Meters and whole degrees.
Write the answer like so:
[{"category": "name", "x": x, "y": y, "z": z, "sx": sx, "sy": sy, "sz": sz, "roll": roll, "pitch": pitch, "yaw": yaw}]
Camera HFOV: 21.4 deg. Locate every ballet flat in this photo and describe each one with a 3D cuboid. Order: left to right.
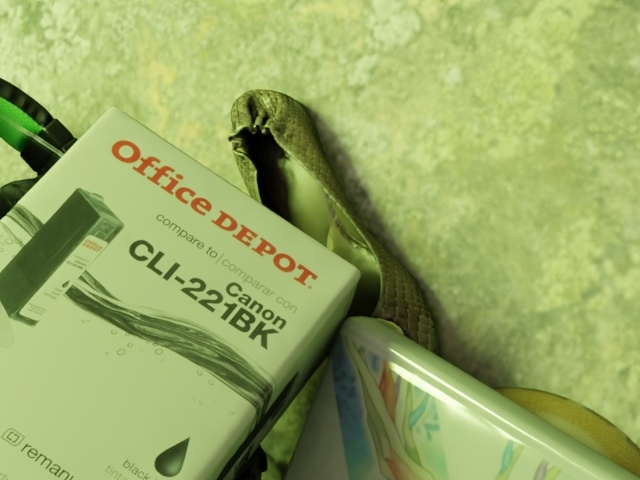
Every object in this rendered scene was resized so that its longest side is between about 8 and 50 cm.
[{"category": "ballet flat", "x": 0.000, "y": 0.000, "z": 1.143, "sx": 0.084, "sy": 0.058, "sz": 0.249, "roll": -35, "pitch": 67, "yaw": 22}]

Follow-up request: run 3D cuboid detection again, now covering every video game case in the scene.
[{"category": "video game case", "x": 0.087, "y": 0.248, "z": 1.015, "sx": 0.329, "sy": 0.036, "sz": 0.299, "roll": 30, "pitch": 106, "yaw": 37}]

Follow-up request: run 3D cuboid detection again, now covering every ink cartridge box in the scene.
[{"category": "ink cartridge box", "x": -0.132, "y": 0.079, "z": 1.027, "sx": 0.197, "sy": 0.114, "sz": 0.273, "roll": 34, "pitch": 56, "yaw": 8}]

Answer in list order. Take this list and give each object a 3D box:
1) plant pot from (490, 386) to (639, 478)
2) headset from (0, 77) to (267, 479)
[{"category": "plant pot", "x": 0.111, "y": 0.209, "z": 1.064, "sx": 0.236, "sy": 0.032, "sz": 0.236, "roll": -4, "pitch": 81, "yaw": 29}, {"category": "headset", "x": -0.203, "y": 0.039, "z": 1.156, "sx": 0.394, "sy": 0.243, "sz": 0.185, "roll": 50, "pitch": 142, "yaw": -4}]
